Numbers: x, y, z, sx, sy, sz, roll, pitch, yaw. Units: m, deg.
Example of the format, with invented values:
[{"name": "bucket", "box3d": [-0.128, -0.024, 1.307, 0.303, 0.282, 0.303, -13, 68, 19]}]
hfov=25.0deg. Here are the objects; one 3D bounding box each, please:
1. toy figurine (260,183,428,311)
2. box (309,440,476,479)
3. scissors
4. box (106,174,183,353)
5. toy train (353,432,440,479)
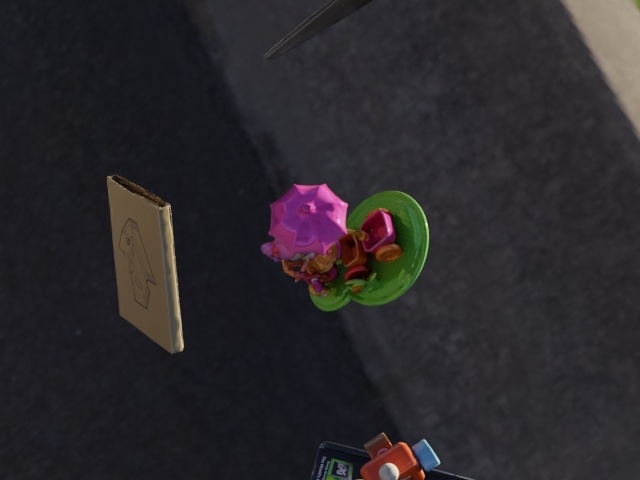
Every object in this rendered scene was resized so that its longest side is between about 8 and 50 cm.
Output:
[{"name": "toy figurine", "box3d": [0.000, 0.000, 1.533, 0.159, 0.173, 0.130, 20, 46, -44]}, {"name": "box", "box3d": [0.064, 0.260, 1.045, 0.184, 0.045, 0.191, 13, 78, 17]}, {"name": "scissors", "box3d": [0.054, -0.234, 1.224, 0.109, 0.297, 0.021, 55, 35, -34]}, {"name": "box", "box3d": [-0.231, 0.029, 1.888, 0.021, 0.164, 0.201, -15, 114, -29]}, {"name": "toy train", "box3d": [0.003, 0.179, 0.940, 0.046, 0.166, 0.125, 56, 2, 24]}]
